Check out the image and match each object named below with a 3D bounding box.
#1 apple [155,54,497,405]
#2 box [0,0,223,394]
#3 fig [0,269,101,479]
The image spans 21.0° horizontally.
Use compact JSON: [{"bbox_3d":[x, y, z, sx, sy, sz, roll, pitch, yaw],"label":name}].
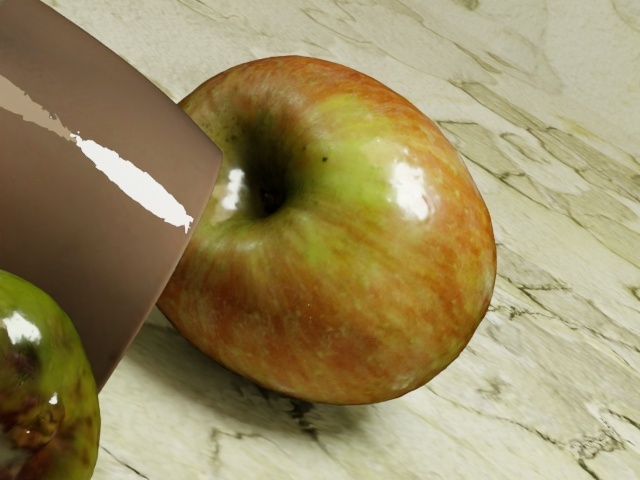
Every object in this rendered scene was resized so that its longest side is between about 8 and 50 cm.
[{"bbox_3d":[0.000,0.000,1.452,0.309,0.277,0.250,58,10,28],"label":"apple"},{"bbox_3d":[-0.215,-0.017,1.242,0.216,0.301,0.301,29,19,-11],"label":"box"},{"bbox_3d":[-0.238,0.103,1.059,0.191,0.181,0.181,12,13,26],"label":"fig"}]
